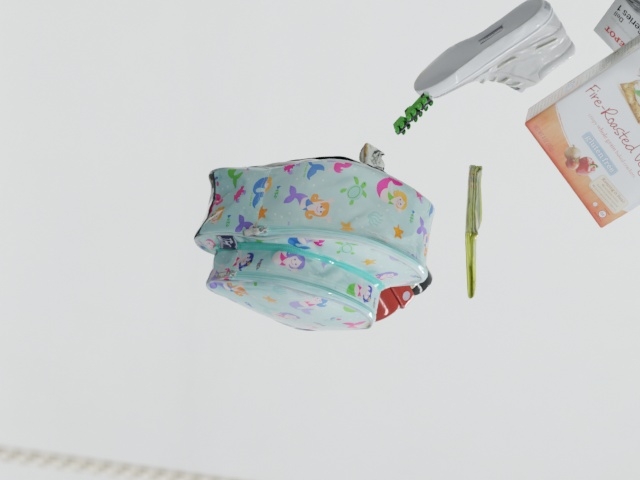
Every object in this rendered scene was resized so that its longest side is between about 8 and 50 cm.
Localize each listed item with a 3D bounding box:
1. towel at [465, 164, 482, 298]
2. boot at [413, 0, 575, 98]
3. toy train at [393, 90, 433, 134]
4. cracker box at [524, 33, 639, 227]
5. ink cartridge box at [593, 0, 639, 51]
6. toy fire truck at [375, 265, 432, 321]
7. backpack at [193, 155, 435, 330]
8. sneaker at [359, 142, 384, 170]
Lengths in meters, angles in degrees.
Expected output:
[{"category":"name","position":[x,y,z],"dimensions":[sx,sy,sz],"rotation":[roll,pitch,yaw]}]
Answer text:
[{"category":"towel","position":[0.216,-0.017,2.039],"dimensions":[0.237,0.021,0.102],"rotation":[-74,160,-64]},{"category":"boot","position":[0.287,-0.277,2.367],"dimensions":[0.123,0.258,0.095],"rotation":[48,24,-28]},{"category":"toy train","position":[0.128,-0.176,2.010],"dimensions":[0.083,0.017,0.024],"rotation":[-46,-136,40]},{"category":"cracker box","position":[0.369,-0.142,1.635],"dimensions":[0.232,0.156,0.067],"rotation":[-34,-169,22]},{"category":"ink cartridge box","position":[0.558,-0.362,2.291],"dimensions":[0.092,0.160,0.219],"rotation":[-19,151,-43]},{"category":"toy fire truck","position":[0.011,0.060,2.247],"dimensions":[0.246,0.217,0.158],"rotation":[-45,126,-19]},{"category":"backpack","position":[0.000,0.000,1.695],"dimensions":[0.225,0.253,0.191],"rotation":[28,61,-43]},{"category":"sneaker","position":[0.073,-0.101,2.023],"dimensions":[0.032,0.037,0.083],"rotation":[-51,-160,44]}]
